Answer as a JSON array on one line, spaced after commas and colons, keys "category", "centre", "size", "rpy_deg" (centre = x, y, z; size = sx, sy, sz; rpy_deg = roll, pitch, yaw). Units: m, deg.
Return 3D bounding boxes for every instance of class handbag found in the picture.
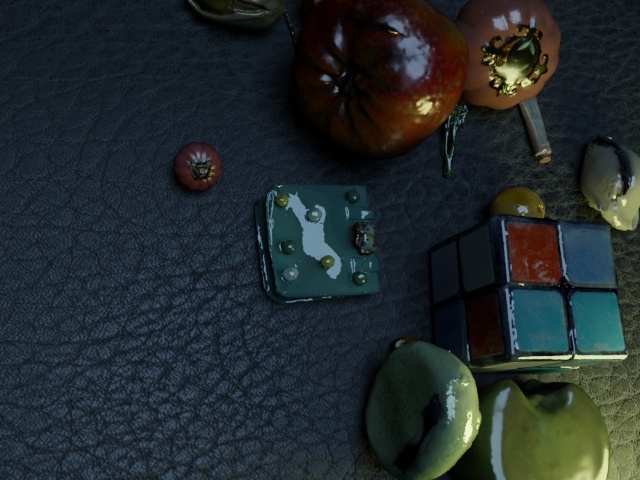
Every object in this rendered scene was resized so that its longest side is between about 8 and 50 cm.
[{"category": "handbag", "centre": [-0.001, -0.001, 1.645], "size": [0.274, 0.100, 0.269], "rpy_deg": [-1, 75, -19]}]

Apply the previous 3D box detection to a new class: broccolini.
[{"category": "broccolini", "centre": [0.329, -0.258, 1.875], "size": [0.074, 0.058, 0.201], "rpy_deg": [12, 87, -2]}]

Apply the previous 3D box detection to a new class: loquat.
[{"category": "loquat", "centre": [0.488, -0.065, 1.822], "size": [0.141, 0.141, 0.141], "rpy_deg": [5, 74, -18]}]

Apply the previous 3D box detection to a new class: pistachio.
[{"category": "pistachio", "centre": [-0.198, -0.575, 1.719], "size": [0.238, 0.153, 0.138], "rpy_deg": [7, 113, -16]}]

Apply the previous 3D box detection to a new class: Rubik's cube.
[{"category": "Rubik's cube", "centre": [0.456, 0.136, 1.653], "size": [0.318, 0.313, 0.316], "rpy_deg": [3, 75, -20]}]

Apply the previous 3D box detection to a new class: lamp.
[{"category": "lamp", "centre": [0.455, -0.492, 1.867], "size": [0.305, 0.239, 0.305], "rpy_deg": [-6, 122, -10]}, {"category": "lamp", "centre": [-0.269, -0.162, 1.598], "size": [0.107, 0.092, 0.107], "rpy_deg": [-7, 110, -19]}]

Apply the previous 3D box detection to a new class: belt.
[{"category": "belt", "centre": [0.204, 0.253, 1.684], "size": [0.083, 0.036, 0.059], "rpy_deg": [6, 80, -18]}]

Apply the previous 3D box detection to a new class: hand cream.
[{"category": "hand cream", "centre": [0.578, -0.310, 1.973], "size": [0.067, 0.043, 0.210], "rpy_deg": [-3, 71, -22]}]

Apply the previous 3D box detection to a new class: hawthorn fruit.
[{"category": "hawthorn fruit", "centre": [0.143, -0.399, 1.678], "size": [0.403, 0.403, 0.403], "rpy_deg": [5, 74, -18]}]

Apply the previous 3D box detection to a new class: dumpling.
[{"category": "dumpling", "centre": [0.808, -0.162, 1.950], "size": [0.204, 0.163, 0.293], "rpy_deg": [12, 60, -12]}]

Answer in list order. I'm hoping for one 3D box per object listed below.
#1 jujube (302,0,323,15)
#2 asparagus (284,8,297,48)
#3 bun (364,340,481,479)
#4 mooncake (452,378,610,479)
[{"category": "jujube", "centre": [0.048, -0.627, 1.812], "size": [0.155, 0.155, 0.230], "rpy_deg": [28, 59, -10]}, {"category": "asparagus", "centre": [-0.069, -0.511, 1.807], "size": [0.016, 0.016, 0.163], "rpy_deg": [-15, 81, -4]}, {"category": "bun", "centre": [0.235, 0.362, 1.540], "size": [0.187, 0.293, 0.293], "rpy_deg": [19, 69, -29]}, {"category": "mooncake", "centre": [0.465, 0.467, 1.638], "size": [0.351, 0.187, 0.351], "rpy_deg": [7, 70, -20]}]
